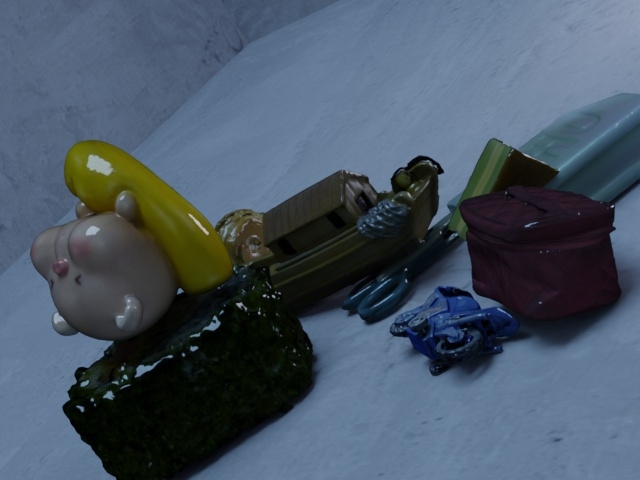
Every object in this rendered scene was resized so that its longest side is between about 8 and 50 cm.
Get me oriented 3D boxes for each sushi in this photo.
[{"bbox_3d":[-0.190,0.185,1.878,0.352,0.178,0.294,-33,16,-3],"label":"sushi"}]

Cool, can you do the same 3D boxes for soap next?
[{"bbox_3d":[0.338,-0.092,1.813,0.289,0.095,0.173,-37,19,-10],"label":"soap"}]

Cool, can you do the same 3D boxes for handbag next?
[{"bbox_3d":[0.267,0.007,1.580,0.146,0.135,0.225,-13,13,-14],"label":"handbag"}]

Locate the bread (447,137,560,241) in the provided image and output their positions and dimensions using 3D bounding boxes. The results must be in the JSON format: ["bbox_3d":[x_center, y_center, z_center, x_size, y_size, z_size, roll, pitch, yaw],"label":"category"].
[{"bbox_3d":[0.241,-0.055,1.718,0.139,0.084,0.074,-64,27,5],"label":"bread"}]

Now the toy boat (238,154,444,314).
[{"bbox_3d":[0.000,0.000,1.981,0.445,0.162,0.136,-30,16,42],"label":"toy boat"}]

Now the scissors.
[{"bbox_3d":[0.154,0.017,1.935,0.289,0.041,0.138,-41,19,-11],"label":"scissors"}]

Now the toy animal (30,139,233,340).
[{"bbox_3d":[-0.313,0.017,1.847,0.247,0.277,0.345,-47,21,-14],"label":"toy animal"}]

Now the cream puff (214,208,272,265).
[{"bbox_3d":[-0.142,0.005,2.334,0.104,0.119,0.133,-18,56,47],"label":"cream puff"}]

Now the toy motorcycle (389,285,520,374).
[{"bbox_3d":[0.166,0.108,1.644,0.114,0.076,0.205,-31,17,-14],"label":"toy motorcycle"}]
